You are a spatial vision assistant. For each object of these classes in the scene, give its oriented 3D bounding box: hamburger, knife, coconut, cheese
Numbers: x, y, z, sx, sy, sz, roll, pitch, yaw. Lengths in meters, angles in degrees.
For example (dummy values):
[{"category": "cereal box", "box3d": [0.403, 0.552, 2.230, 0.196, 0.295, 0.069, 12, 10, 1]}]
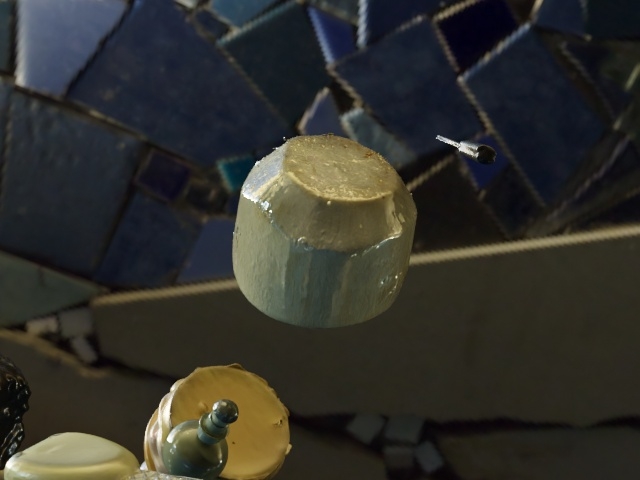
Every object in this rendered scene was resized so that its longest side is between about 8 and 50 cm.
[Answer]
[{"category": "hamburger", "box3d": [-0.210, 0.394, 2.248, 0.276, 0.237, 0.276, 19, -136, -19]}, {"category": "knife", "box3d": [0.233, -0.145, 1.865, 0.060, 0.028, 0.230, 17, -173, -17]}, {"category": "coconut", "box3d": [0.000, 0.000, 1.579, 0.245, 0.247, 0.245, 10, -145, -7]}, {"category": "cheese", "box3d": [-0.238, 0.271, 1.361, 0.251, 0.054, 0.127, 1, -167, 30]}]

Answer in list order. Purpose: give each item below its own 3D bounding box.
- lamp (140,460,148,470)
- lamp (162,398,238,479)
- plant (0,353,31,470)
[{"category": "lamp", "box3d": [-0.315, 0.598, 2.507, 0.182, 0.314, 0.182, 4, -178, 0]}, {"category": "lamp", "box3d": [-0.153, 0.267, 1.604, 0.091, 0.163, 0.091, 19, -136, -20]}, {"category": "plant", "box3d": [-0.374, 0.137, 1.085, 0.203, 0.131, 0.142, 31, -153, 18]}]
